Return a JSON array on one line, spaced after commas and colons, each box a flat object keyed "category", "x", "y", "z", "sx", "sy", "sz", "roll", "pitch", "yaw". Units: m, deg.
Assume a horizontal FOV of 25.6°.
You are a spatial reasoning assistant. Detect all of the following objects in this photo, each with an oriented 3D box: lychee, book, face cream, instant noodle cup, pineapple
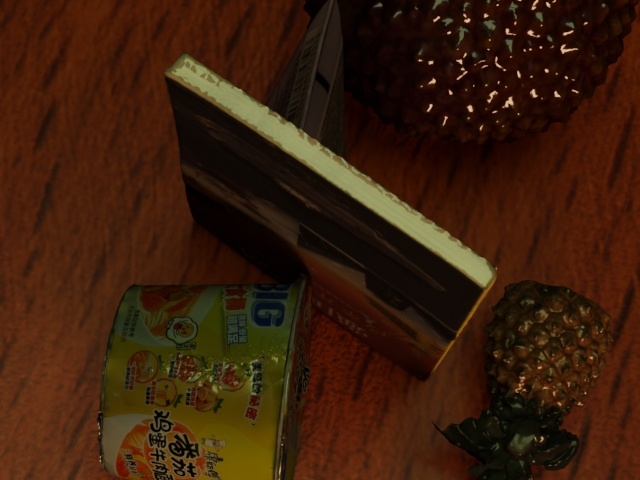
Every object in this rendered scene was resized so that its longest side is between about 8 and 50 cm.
[{"category": "lychee", "x": 0.140, "y": -0.233, "z": 1.270, "sx": 0.306, "sy": 0.330, "sz": 0.306, "roll": 14, "pitch": 37, "yaw": -11}, {"category": "book", "x": 0.000, "y": 0.000, "z": 1.103, "sx": 0.262, "sy": 0.374, "sz": 0.028, "roll": 34, "pitch": 76, "yaw": 7}, {"category": "face cream", "x": -0.018, "y": -0.086, "z": 1.189, "sx": 0.096, "sy": 0.274, "sz": 0.154, "roll": 16, "pitch": 66, "yaw": -1}, {"category": "instant noodle cup", "x": -0.090, "y": 0.123, "z": 1.149, "sx": 0.153, "sy": 0.205, "sz": 0.205, "roll": 6, "pitch": 67, "yaw": 6}, {"category": "pineapple", "x": 0.170, "y": 0.177, "z": 1.203, "sx": 0.130, "sy": 0.119, "sz": 0.277, "roll": 42, "pitch": 61, "yaw": -39}]
